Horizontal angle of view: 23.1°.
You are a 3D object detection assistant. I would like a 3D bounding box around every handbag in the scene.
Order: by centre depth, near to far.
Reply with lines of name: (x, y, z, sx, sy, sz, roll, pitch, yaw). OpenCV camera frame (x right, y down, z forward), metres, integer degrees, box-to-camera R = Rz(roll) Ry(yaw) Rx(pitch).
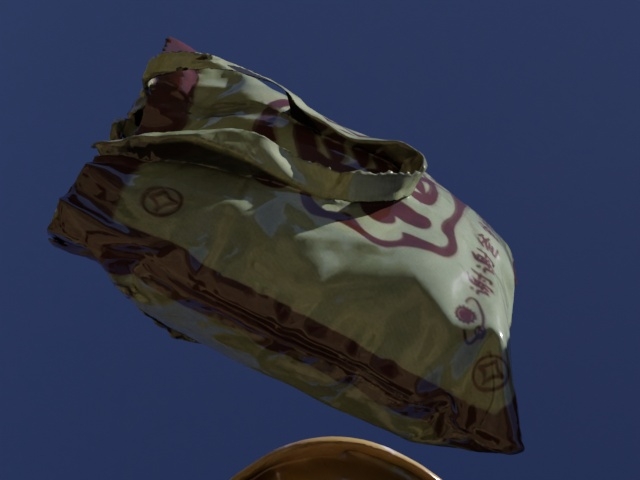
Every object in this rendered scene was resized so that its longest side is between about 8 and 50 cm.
handbag: (0.000, 0.000, 0.760, 0.127, 0.235, 0.213, -55, -173, 25)

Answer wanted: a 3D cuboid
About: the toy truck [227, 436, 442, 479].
toy truck: (-0.020, 0.273, 0.877, 0.288, 0.204, 0.211, -50, -162, 15)
